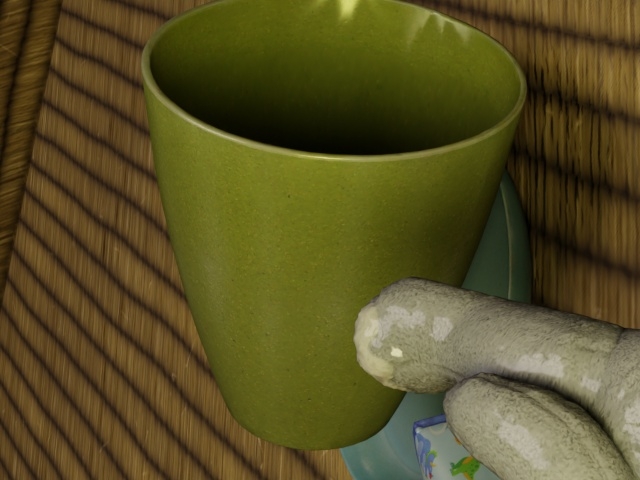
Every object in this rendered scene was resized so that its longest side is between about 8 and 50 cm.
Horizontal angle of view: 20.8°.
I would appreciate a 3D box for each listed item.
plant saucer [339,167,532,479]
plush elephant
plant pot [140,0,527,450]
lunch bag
[{"bbox_3d":[0.090,0.059,1.416,0.317,0.043,0.318,-171,90,-68],"label":"plant saucer"},{"bbox_3d":[0.175,0.185,0.873,0.330,0.271,0.255,7,78,58],"label":"plush elephant"},{"bbox_3d":[0.000,0.000,1.312,0.275,0.274,0.294,-117,27,-54],"label":"plant pot"},{"bbox_3d":[0.131,0.204,1.206,0.129,0.096,0.151,-114,11,-53],"label":"lunch bag"}]
